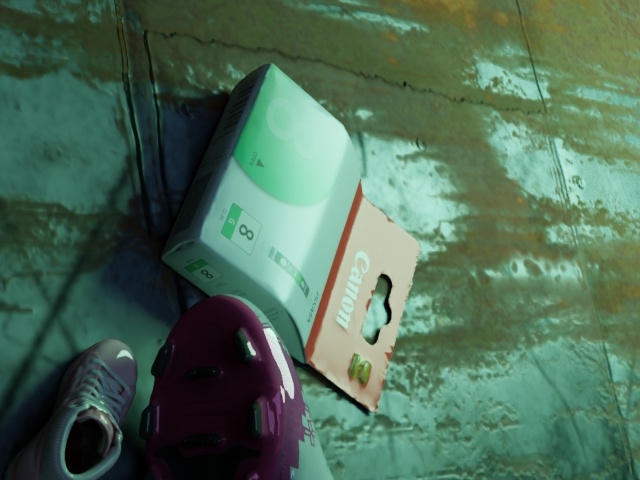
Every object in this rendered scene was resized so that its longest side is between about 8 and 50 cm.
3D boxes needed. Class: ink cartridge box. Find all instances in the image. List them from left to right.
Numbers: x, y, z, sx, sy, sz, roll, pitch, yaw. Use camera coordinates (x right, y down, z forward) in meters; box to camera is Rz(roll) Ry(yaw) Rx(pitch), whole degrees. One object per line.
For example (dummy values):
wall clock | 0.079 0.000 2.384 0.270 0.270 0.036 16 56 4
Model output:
ink cartridge box | 0.000 0.000 1.048 0.224 0.056 0.181 37 50 -24

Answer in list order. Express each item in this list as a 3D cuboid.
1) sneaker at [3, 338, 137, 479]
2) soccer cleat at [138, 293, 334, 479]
sneaker | -0.140 0.109 0.851 0.051 0.070 0.134 46 45 -16
soccer cleat | -0.031 0.202 0.900 0.143 0.116 0.331 12 65 -58
